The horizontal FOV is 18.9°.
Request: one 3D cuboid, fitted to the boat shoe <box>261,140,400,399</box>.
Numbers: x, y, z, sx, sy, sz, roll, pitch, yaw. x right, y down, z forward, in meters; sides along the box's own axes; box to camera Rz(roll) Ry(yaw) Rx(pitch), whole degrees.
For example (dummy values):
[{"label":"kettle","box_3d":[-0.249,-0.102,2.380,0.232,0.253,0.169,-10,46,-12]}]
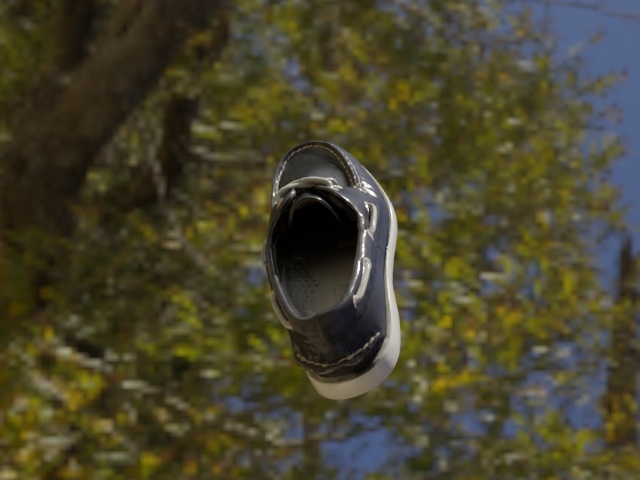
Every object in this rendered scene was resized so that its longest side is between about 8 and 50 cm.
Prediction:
[{"label":"boat shoe","box_3d":[0.000,0.000,0.667,0.125,0.046,0.038,-93,160,-49]}]
